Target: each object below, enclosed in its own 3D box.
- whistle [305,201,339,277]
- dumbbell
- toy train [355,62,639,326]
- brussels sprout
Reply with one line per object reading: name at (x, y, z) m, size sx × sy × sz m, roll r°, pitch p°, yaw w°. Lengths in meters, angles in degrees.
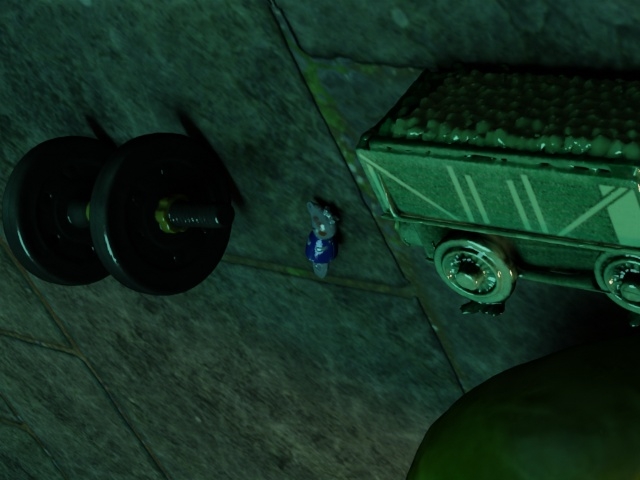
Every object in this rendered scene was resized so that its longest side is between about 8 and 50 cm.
whistle at (0.000, 0.000, 1.240) m, size 0.033 × 0.029 × 0.083 m, roll 34°, pitch 142°, yaw 28°
dumbbell at (-0.185, -0.026, 1.303) m, size 0.325 × 0.143 × 0.143 m, roll 3°, pitch 134°, yaw 48°
toy train at (0.154, -0.031, 0.940) m, size 0.269 × 0.115 × 0.154 m, roll 10°, pitch 131°, yaw 43°
brussels sprout at (0.212, 0.233, 1.072) m, size 0.276 × 0.315 × 0.371 m, roll 50°, pitch 166°, yaw 34°
